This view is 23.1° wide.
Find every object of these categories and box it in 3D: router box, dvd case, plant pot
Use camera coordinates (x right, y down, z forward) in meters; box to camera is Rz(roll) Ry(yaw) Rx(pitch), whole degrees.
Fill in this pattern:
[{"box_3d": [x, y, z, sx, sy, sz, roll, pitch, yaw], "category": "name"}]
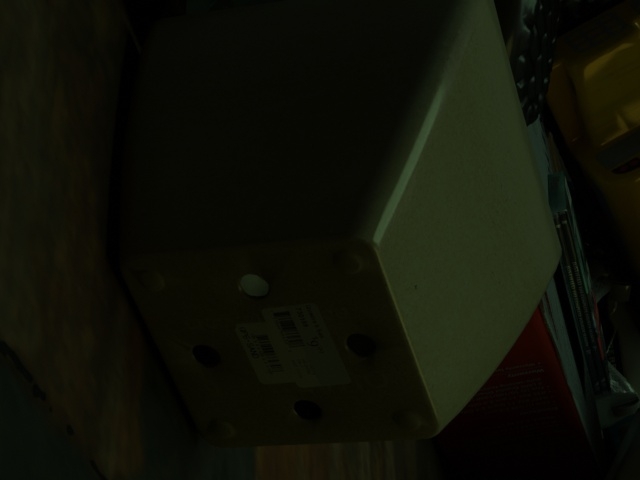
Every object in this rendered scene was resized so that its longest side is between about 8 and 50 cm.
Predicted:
[{"box_3d": [0.091, -0.032, 0.941, 0.301, 0.082, 0.335, 61, 20, -52], "category": "router box"}, {"box_3d": [0.158, 0.025, 0.955, 0.087, 0.013, 0.119, -68, 145, -70], "category": "dvd case"}, {"box_3d": [0.000, 0.000, 0.453, 0.096, 0.109, 0.109, -68, 146, -47], "category": "plant pot"}]

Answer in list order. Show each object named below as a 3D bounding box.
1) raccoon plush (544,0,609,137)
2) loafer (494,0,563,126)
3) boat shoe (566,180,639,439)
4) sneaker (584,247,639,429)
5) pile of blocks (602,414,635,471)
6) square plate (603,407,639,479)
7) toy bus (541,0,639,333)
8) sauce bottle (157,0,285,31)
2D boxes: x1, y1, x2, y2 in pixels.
[{"box_3d": [0.147, -0.284, 1.237, 0.446, 0.216, 0.299, 53, 19, -62], "category": "raccoon plush"}, {"box_3d": [0.069, -0.217, 0.801, 0.133, 0.130, 0.365, 81, 19, -51], "category": "loafer"}, {"box_3d": [0.237, 0.106, 1.409, 0.158, 0.127, 0.340, -116, -163, -62], "category": "boat shoe"}, {"box_3d": [0.182, 0.039, 1.209, 0.105, 0.115, 0.281, 62, 19, -52], "category": "sneaker"}, {"box_3d": [0.225, 0.218, 1.257, 0.362, 0.113, 0.149, 73, 5, -59], "category": "pile of blocks"}, {"box_3d": [0.182, 0.242, 0.897, 0.344, 0.049, 0.347, -24, 120, -70], "category": "square plate"}, {"box_3d": [0.267, -0.018, 1.187, 0.332, 0.108, 0.130, 61, 1, -33], "category": "toy bus"}, {"box_3d": [0.003, -0.173, 0.612, 0.344, 0.111, 0.111, -87, 160, -48], "category": "sauce bottle"}]
